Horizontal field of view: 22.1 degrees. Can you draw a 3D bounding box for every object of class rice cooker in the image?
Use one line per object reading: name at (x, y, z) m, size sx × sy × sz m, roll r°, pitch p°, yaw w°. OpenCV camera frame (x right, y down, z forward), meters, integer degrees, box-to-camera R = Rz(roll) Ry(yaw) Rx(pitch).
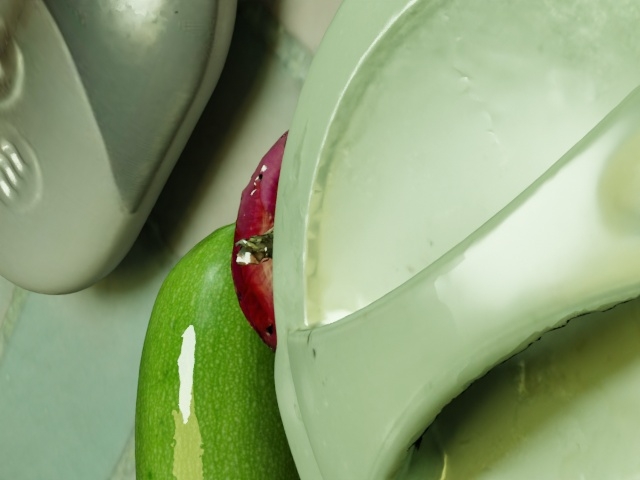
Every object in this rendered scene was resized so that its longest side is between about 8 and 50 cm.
rice cooker at (0.140, 0.014, 0.535) m, size 0.288 × 0.277 × 0.288 m, roll 7°, pitch 99°, yaw 51°

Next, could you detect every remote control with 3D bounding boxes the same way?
remote control at (-0.151, -0.114, 1.006) m, size 0.221 × 0.103 × 0.332 m, roll 54°, pitch 129°, yaw 29°

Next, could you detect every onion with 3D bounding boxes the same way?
onion at (0.000, 0.000, 0.805) m, size 0.150 × 0.140 × 0.150 m, roll -5°, pitch 83°, yaw 42°

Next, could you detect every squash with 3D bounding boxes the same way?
squash at (-0.041, 0.186, 0.901) m, size 0.107 × 0.107 × 0.395 m, roll -11°, pitch 86°, yaw 50°
